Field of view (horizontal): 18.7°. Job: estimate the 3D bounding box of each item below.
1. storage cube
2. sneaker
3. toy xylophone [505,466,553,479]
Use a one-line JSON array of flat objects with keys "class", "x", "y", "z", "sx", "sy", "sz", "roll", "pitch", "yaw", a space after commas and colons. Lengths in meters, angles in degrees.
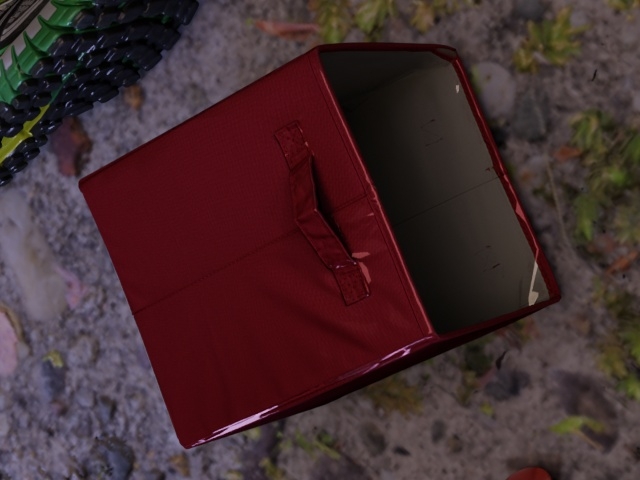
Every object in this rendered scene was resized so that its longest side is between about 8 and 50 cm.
[{"class": "storage cube", "x": 0.000, "y": 0.000, "z": 1.202, "sx": 0.193, "sy": 0.215, "sz": 0.184, "roll": -26, "pitch": 82, "yaw": 30}, {"class": "sneaker", "x": -0.218, "y": -0.147, "z": 1.333, "sx": 0.343, "sy": 0.134, "sz": 0.146, "roll": -35, "pitch": 78, "yaw": 23}, {"class": "toy xylophone", "x": 0.049, "y": 0.278, "z": 1.206, "sx": 0.322, "sy": 0.236, "sz": 0.081, "roll": -24, "pitch": 124, "yaw": 18}]
